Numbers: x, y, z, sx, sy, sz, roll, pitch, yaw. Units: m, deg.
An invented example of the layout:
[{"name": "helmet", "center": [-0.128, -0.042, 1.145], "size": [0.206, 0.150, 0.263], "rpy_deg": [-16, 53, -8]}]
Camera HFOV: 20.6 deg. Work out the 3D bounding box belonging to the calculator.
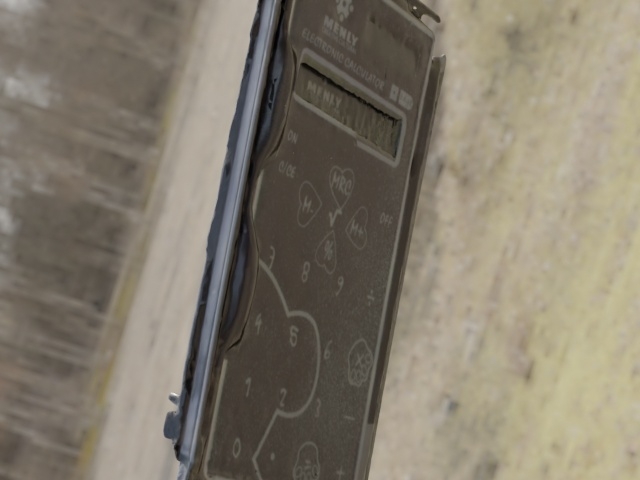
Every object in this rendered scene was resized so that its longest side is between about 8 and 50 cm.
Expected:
[{"name": "calculator", "center": [0.001, 0.000, 0.838], "size": [0.165, 0.028, 0.274], "rpy_deg": [23, -106, -56]}]
